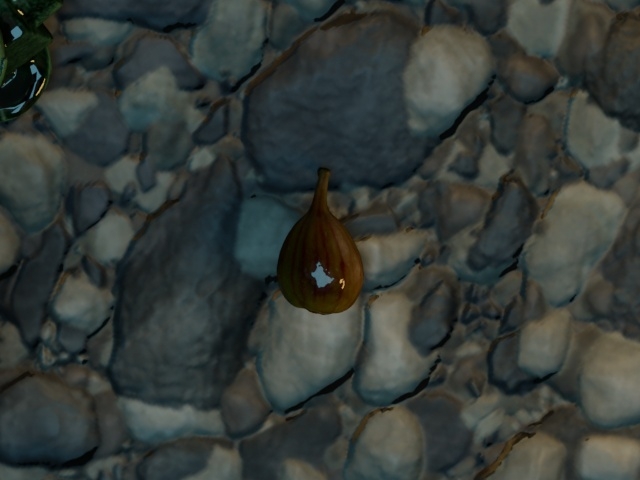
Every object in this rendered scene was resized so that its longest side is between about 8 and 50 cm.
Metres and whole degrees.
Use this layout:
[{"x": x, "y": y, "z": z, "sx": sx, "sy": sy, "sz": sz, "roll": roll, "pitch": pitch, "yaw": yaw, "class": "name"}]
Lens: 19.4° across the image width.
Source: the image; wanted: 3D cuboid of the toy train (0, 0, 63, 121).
[{"x": -0.279, "y": -0.094, "z": 1.018, "sx": 0.285, "sy": 0.116, "sz": 0.177, "roll": -36, "pitch": 86, "yaw": 10, "class": "toy train"}]

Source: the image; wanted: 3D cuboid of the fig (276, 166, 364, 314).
[{"x": 0.000, "y": 0.000, "z": 1.045, "sx": 0.050, "sy": 0.050, "sz": 0.083, "roll": 1, "pitch": 87, "yaw": 4, "class": "fig"}]
